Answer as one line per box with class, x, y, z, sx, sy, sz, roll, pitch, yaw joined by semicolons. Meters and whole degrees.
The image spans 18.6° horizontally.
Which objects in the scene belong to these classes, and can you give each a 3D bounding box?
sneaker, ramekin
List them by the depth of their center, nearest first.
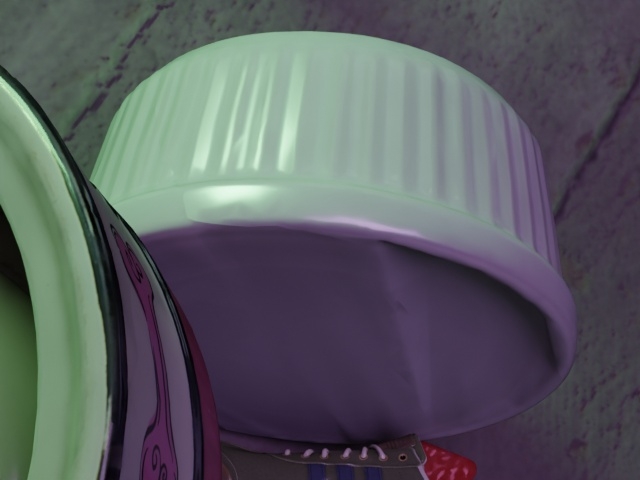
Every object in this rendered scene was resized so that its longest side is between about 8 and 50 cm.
ramekin;0.000;0.000;1.024;0.273;0.273;0.127;16;61;-18
sneaker;0.024;0.139;1.063;0.192;0.064;0.086;28;80;8

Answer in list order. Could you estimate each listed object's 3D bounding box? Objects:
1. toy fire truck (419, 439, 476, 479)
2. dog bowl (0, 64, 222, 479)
toy fire truck;0.094;0.217;1.119;0.192;0.047;0.135;35;67;-11
dog bowl;-0.221;0.112;0.849;0.150;0.408;0.408;36;58;-56
